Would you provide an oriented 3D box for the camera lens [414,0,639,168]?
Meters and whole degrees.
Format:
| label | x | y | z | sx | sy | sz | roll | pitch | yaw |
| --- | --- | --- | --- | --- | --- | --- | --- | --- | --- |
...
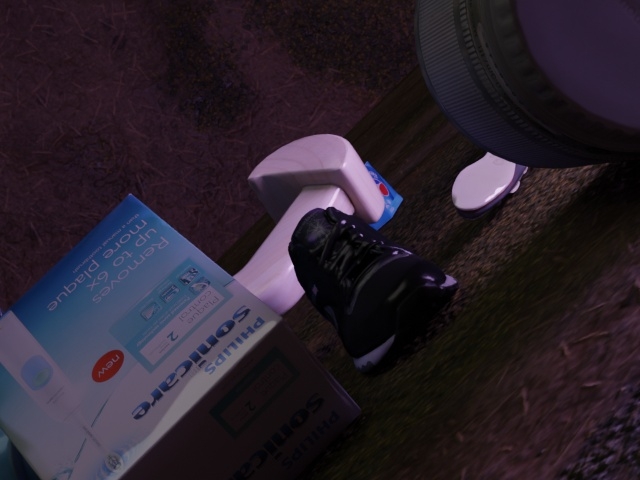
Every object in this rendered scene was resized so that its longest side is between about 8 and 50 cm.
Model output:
| label | x | y | z | sx | sy | sz | roll | pitch | yaw |
| --- | --- | --- | --- | --- | --- | --- | --- | --- | --- |
| camera lens | 0.194 | -0.164 | 1.261 | 0.219 | 0.219 | 0.274 | -44 | 6 | -5 |

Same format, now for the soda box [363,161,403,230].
| label | x | y | z | sx | sy | sz | roll | pitch | yaw |
| --- | --- | --- | --- | --- | --- | --- | --- | --- | --- |
| soda box | 0.000 | 0.000 | 2.160 | 0.210 | 0.067 | 0.071 | -42 | 7 | 24 |

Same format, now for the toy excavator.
| label | x | y | z | sx | sy | sz | roll | pitch | yaw |
| --- | --- | --- | --- | --- | --- | --- | --- | --- | --- |
| toy excavator | -0.154 | 0.114 | 1.710 | 0.445 | 0.222 | 0.433 | -20 | 33 | 20 |

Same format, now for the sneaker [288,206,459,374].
| label | x | y | z | sx | sy | sz | roll | pitch | yaw |
| --- | --- | --- | --- | --- | --- | --- | --- | --- | --- |
| sneaker | 0.024 | 0.032 | 1.495 | 0.107 | 0.124 | 0.283 | -45 | 6 | -7 |

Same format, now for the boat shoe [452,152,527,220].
| label | x | y | z | sx | sy | sz | roll | pitch | yaw |
| --- | --- | --- | --- | --- | --- | --- | --- | --- | --- |
| boat shoe | 0.159 | -0.055 | 1.612 | 0.137 | 0.049 | 0.043 | -53 | -31 | -46 |

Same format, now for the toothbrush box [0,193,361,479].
| label | x | y | z | sx | sy | sz | roll | pitch | yaw |
| --- | --- | --- | --- | --- | --- | --- | --- | --- | --- |
| toothbrush box | -0.140 | 0.119 | 1.418 | 0.216 | 0.126 | 0.295 | -44 | 36 | -6 |
